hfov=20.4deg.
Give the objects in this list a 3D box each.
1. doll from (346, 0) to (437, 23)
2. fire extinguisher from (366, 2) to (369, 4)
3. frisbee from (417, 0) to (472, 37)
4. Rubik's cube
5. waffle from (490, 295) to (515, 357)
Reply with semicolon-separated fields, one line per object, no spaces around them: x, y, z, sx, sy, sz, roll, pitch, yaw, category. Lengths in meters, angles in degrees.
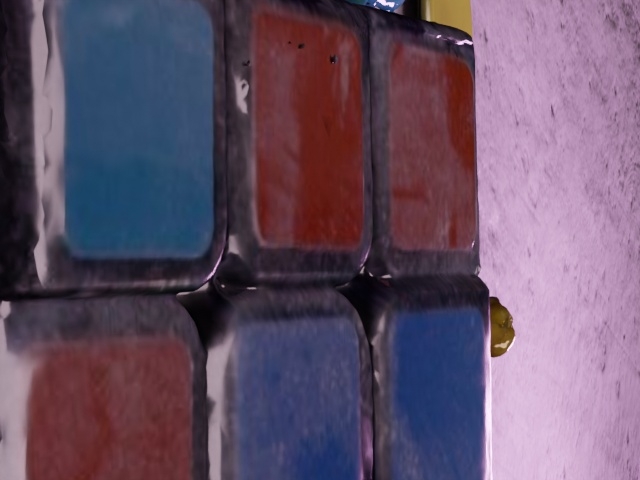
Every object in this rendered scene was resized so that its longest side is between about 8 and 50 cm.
0.012;-0.079;1.598;0.341;0.099;0.346;8;89;-60;doll
0.031;-0.240;1.704;0.157;0.045;0.078;-67;178;-47;fire extinguisher
0.144;-0.243;2.012;0.236;0.017;0.236;-1;90;-73;frisbee
-0.147;0.078;0.728;0.362;0.363;0.359;4;87;-61;Rubik's cube
0.000;0.000;1.315;0.151;0.261;0.324;-46;131;-51;waffle
